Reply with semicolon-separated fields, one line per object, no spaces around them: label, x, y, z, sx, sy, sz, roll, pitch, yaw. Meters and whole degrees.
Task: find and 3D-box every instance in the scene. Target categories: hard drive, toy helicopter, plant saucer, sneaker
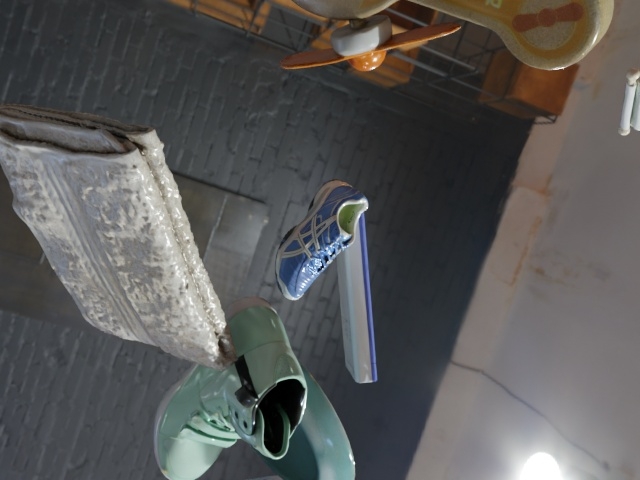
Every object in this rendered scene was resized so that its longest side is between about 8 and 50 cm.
hard drive;0.061;0.084;1.145;0.210;0.040;0.319;134;-49;-86
toy helicopter;0.072;-0.229;0.541;0.140;0.355;0.235;-37;149;-35
plant saucer;-0.074;0.270;0.961;0.043;0.318;0.317;-32;170;-32
sneaker;0.000;0.000;0.981;0.081;0.080;0.211;23;-97;49
sneaker;-0.104;0.203;0.670;0.256;0.094;0.151;-62;-145;18

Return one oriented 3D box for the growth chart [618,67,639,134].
growth chart;0.516;-0.157;0.814;0.172;0.237;0.021;54;52;-64

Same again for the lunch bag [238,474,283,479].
lunch bag;-0.108;0.561;0.938;0.385;0.327;0.239;48;-60;48

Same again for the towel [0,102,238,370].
towel;-0.188;0.009;0.574;0.049;0.187;0.282;-52;143;-38
